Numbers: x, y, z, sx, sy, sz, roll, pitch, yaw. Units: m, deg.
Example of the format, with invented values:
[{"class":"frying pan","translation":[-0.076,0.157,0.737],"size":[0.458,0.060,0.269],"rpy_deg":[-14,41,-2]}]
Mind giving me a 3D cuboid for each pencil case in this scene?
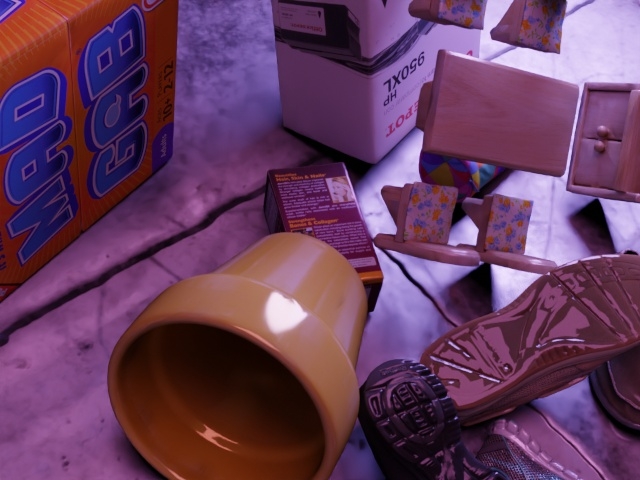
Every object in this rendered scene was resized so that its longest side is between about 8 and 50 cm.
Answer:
[{"class":"pencil case","translation":[0.236,-0.144,1.472],"size":[0.104,0.104,0.236],"rpy_deg":[38,54,18]}]

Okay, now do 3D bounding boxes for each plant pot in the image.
[{"class":"plant pot","translation":[-0.061,0.120,1.147],"size":[0.254,0.254,0.239],"rpy_deg":[25,37,9]}]

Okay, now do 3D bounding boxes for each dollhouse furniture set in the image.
[{"class":"dollhouse furniture set","translation":[0.309,-0.135,1.285],"size":[0.394,0.362,0.256],"rpy_deg":[7,4,-34]}]

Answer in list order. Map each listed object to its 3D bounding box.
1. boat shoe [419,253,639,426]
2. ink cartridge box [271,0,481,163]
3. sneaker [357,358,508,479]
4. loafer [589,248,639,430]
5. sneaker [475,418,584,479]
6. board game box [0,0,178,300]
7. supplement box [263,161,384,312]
[{"class":"boat shoe","translation":[0.263,0.118,1.248],"size":[0.341,0.110,0.121],"rpy_deg":[-20,61,-12]},{"class":"ink cartridge box","translation":[0.081,-0.345,1.397],"size":[0.166,0.395,0.285],"rpy_deg":[27,53,27]},{"class":"sneaker","translation":[0.129,0.262,1.144],"size":[0.109,0.130,0.286],"rpy_deg":[-24,83,-19]},{"class":"loafer","translation":[0.381,0.114,1.310],"size":[0.094,0.087,0.251],"rpy_deg":[2,53,-9]},{"class":"sneaker","translation":[0.242,0.279,1.189],"size":[0.166,0.065,0.076],"rpy_deg":[39,73,22]},{"class":"board game box","translation":[-0.416,-0.208,1.242],"size":[0.356,0.356,0.356],"rpy_deg":[34,55,16]},{"class":"supplement box","translation":[0.000,0.000,1.333],"size":[0.104,0.081,0.188],"rpy_deg":[-7,55,-15]}]
